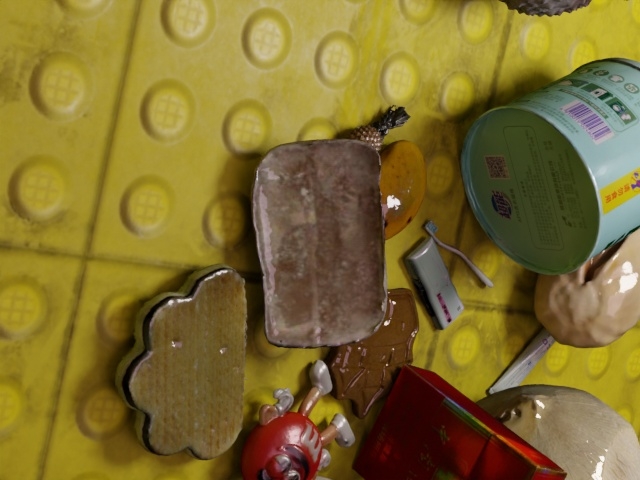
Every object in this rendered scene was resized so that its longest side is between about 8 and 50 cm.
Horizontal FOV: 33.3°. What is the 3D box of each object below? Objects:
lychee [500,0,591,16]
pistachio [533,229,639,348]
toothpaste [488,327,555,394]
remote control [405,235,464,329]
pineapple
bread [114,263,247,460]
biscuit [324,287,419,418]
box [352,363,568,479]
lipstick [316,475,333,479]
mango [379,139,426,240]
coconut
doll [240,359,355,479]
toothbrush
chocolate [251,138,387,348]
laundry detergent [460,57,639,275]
[{"bbox_3d":[0.347,-0.475,1.588,0.300,0.300,0.300,-11,108,-36],"label":"lychee"},{"bbox_3d":[0.505,0.054,1.902,0.318,0.193,0.214,-47,156,-29],"label":"pistachio"},{"bbox_3d":[0.384,0.209,1.943,0.218,0.033,0.052,-46,124,-17],"label":"toothpaste"},{"bbox_3d":[0.189,0.073,1.756,0.065,0.029,0.166,-43,124,-23],"label":"remote control"},{"bbox_3d":[0.089,-0.160,1.606,0.124,0.058,0.058,-36,121,-32],"label":"pineapple"},{"bbox_3d":[-0.190,0.173,1.466,0.207,0.056,0.286,-4,104,-41],"label":"bread"},{"bbox_3d":[0.082,0.181,1.696,0.182,0.034,0.215,1,101,-38],"label":"biscuit"},{"bbox_3d":[0.203,0.351,1.634,0.089,0.313,0.197,20,99,-41],"label":"box"},{"bbox_3d":[-0.007,0.536,1.682,0.087,0.087,0.326,-14,110,-35],"label":"lipstick"},{"bbox_3d":[0.100,-0.069,1.616,0.178,0.090,0.115,-45,117,-31],"label":"mango"},{"bbox_3d":[0.359,0.398,1.774,0.346,0.346,0.360,-26,116,-31],"label":"coconut"},{"bbox_3d":[-0.043,0.301,1.599,0.217,0.085,0.183,-35,116,-34],"label":"doll"},{"bbox_3d":[0.231,0.027,1.787,0.022,0.017,0.204,-46,127,4],"label":"toothbrush"},{"bbox_3d":[0.000,0.000,1.526,0.185,0.100,0.303,-2,108,2],"label":"chocolate"},{"bbox_3d":[0.435,-0.132,1.730,0.305,0.287,0.287,-26,116,-30],"label":"laundry detergent"}]
